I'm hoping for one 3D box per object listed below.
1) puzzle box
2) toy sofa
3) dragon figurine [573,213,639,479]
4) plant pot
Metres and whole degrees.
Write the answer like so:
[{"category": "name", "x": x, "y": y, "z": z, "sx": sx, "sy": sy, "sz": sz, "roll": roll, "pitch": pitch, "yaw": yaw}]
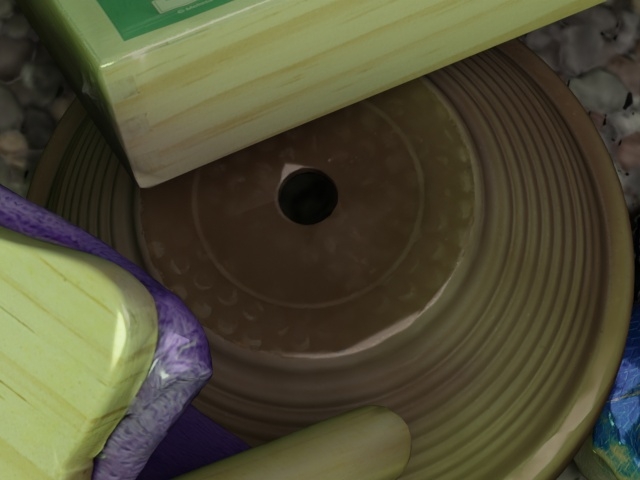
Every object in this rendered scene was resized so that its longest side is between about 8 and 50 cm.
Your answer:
[{"category": "puzzle box", "x": 0.068, "y": -0.174, "z": 0.738, "sx": 0.409, "sy": 0.272, "sz": 0.052, "roll": -22, "pitch": 127, "yaw": -11}, {"category": "toy sofa", "x": -0.153, "y": 0.003, "z": 0.621, "sx": 0.362, "sy": 0.150, "sz": 0.177, "roll": 33, "pitch": 113, "yaw": 25}, {"category": "dragon figurine", "x": 0.077, "y": 0.034, "z": 0.800, "sx": 0.289, "sy": 0.085, "sz": 0.144, "roll": -5, "pitch": 85, "yaw": -7}, {"category": "plant pot", "x": 0.000, "y": 0.000, "z": 0.704, "sx": 0.237, "sy": 0.110, "sz": 0.237, "roll": -1, "pitch": 74, "yaw": 2}]
